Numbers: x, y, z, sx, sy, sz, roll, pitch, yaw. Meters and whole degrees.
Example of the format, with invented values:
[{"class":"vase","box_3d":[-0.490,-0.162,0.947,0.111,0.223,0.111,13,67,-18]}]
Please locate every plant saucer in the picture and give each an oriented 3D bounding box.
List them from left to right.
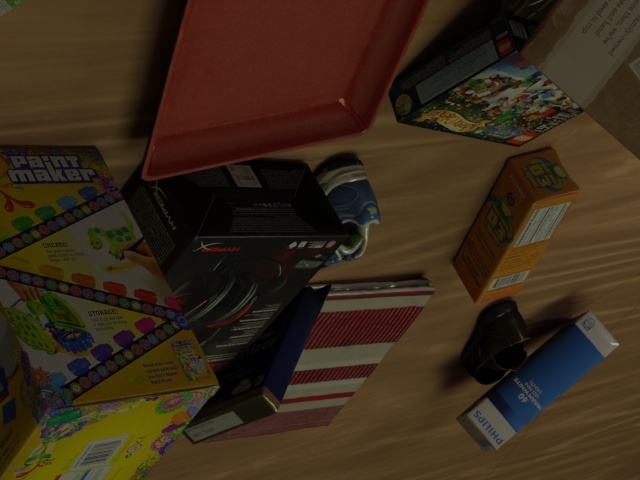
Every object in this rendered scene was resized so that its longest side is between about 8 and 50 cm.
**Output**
[{"class":"plant saucer","box_3d":[-0.035,-0.174,1.267,0.259,0.047,0.258,-14,149,-28]}]

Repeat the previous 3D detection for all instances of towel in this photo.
[{"class":"towel","box_3d":[-0.011,0.162,1.889,0.237,0.037,0.329,-2,141,-40]}]

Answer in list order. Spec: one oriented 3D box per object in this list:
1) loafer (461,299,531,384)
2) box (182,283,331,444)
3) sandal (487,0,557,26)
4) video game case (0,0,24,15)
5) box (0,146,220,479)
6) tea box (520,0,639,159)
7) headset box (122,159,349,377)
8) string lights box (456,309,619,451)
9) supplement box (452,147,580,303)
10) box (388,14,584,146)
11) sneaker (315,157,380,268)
[{"class":"loafer","box_3d":[0.276,0.177,2.146,0.080,0.078,0.220,-23,153,-13]},{"class":"box","box_3d":[-0.074,0.132,1.619,0.136,0.036,0.225,-26,-156,35]},{"class":"sandal","box_3d":[0.215,-0.248,1.395,0.072,0.049,0.180,-3,158,-32]},{"class":"video game case","box_3d":[-0.252,-0.210,1.025,0.166,0.015,0.119,-31,153,2]},{"class":"box","box_3d":[-0.280,0.111,1.259,0.177,0.279,0.290,-3,142,-42]},{"class":"tea box","box_3d":[0.411,-0.260,1.263,0.323,0.220,0.329,-35,165,-50]},{"class":"headset box","box_3d":[-0.145,0.047,1.467,0.218,0.110,0.293,0,141,-46]},{"class":"string lights box","box_3d":[0.346,0.228,2.211,0.260,0.076,0.133,-39,174,-9]},{"class":"supplement box","box_3d":[0.251,-0.016,1.792,0.080,0.078,0.233,-12,148,-26]},{"class":"box","box_3d":[0.205,-0.165,1.479,0.159,0.044,0.233,-30,158,36]},{"class":"sneaker","box_3d":[0.000,0.000,1.564,0.080,0.081,0.211,-13,151,-34]}]
